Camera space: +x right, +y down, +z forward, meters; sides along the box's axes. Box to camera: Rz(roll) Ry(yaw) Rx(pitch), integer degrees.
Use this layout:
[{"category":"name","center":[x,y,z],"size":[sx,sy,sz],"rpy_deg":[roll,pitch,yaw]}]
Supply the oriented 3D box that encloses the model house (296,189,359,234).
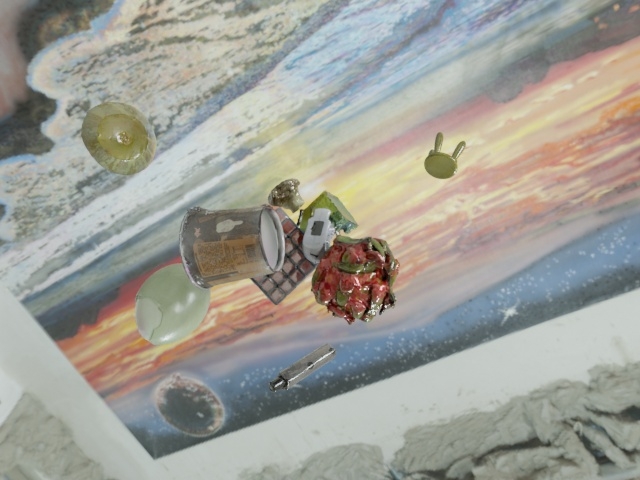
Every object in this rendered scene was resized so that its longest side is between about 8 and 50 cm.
[{"category":"model house","center":[0.008,-0.062,1.931],"size":[0.211,0.170,0.194],"rpy_deg":[-38,167,11]}]

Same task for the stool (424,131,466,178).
[{"category":"stool","center":[0.411,-0.278,1.649],"size":[0.134,0.135,0.110],"rpy_deg":[-9,-137,42]}]

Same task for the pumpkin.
[{"category":"pumpkin","center":[-0.549,-0.296,1.396],"size":[0.110,0.217,0.217],"rpy_deg":[-2,-148,49]}]

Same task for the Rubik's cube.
[{"category":"Rubik's cube","center":[-0.154,0.050,1.688],"size":[0.237,0.238,0.237],"rpy_deg":[-41,-173,-6]}]

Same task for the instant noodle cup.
[{"category":"instant noodle cup","center":[-0.213,0.008,1.247],"size":[0.207,0.217,0.217],"rpy_deg":[-7,-158,15]}]

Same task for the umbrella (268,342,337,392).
[{"category":"umbrella","center":[-0.067,0.497,1.929],"size":[0.073,0.067,0.337],"rpy_deg":[24,-148,36]}]

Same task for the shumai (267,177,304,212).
[{"category":"shumai","center":[-0.116,-0.152,1.791],"size":[0.145,0.116,0.145],"rpy_deg":[-30,177,-2]}]

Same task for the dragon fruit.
[{"category":"dragon fruit","center":[0.105,0.106,1.419],"size":[0.303,0.231,0.237],"rpy_deg":[-42,-155,45]}]

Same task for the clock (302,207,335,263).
[{"category":"clock","center":[0.001,0.000,1.558],"size":[0.080,0.117,0.176],"rpy_deg":[3,-122,18]}]

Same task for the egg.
[{"category":"egg","center":[-0.605,0.263,1.994],"size":[0.278,0.278,0.336],"rpy_deg":[-20,-155,36]}]
